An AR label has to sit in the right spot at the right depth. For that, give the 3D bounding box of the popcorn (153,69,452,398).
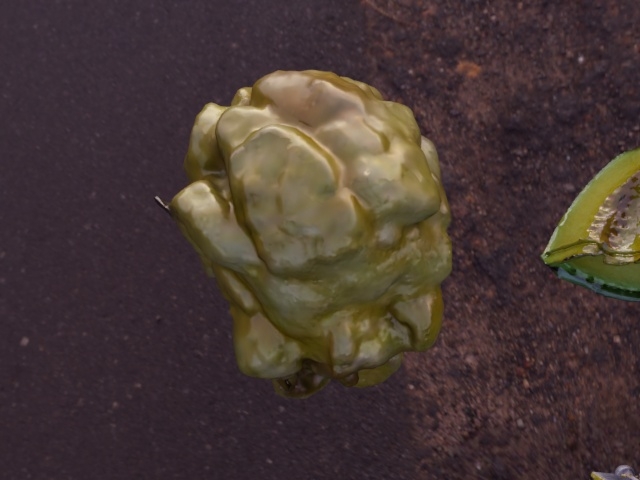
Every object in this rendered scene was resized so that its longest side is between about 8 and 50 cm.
[{"bbox_3d":[0.000,0.000,0.671,0.215,0.286,0.252,-31,69,-6],"label":"popcorn"}]

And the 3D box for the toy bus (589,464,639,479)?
[{"bbox_3d":[0.438,0.333,1.042,0.081,0.226,0.074,31,108,65],"label":"toy bus"}]

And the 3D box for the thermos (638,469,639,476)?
[{"bbox_3d":[0.580,0.461,1.328,0.136,0.330,0.109,-1,49,20],"label":"thermos"}]

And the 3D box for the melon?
[{"bbox_3d":[0.414,-0.032,0.985,0.265,0.129,0.169,-30,27,52],"label":"melon"}]
